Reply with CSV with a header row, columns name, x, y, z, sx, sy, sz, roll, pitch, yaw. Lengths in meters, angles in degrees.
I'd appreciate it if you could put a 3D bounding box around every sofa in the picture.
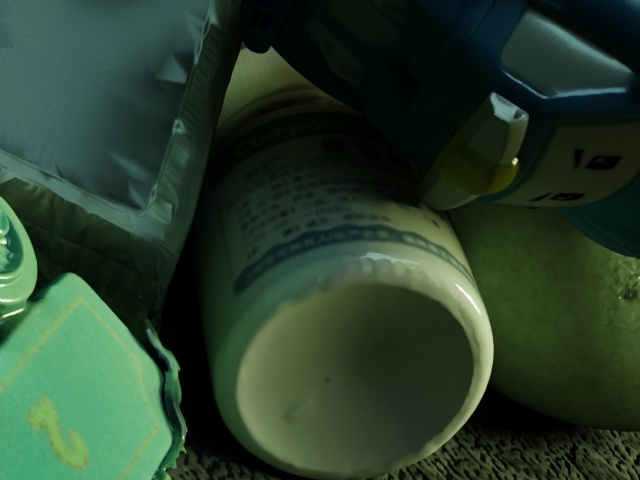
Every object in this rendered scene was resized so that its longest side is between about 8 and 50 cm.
name,x,y,z,sx,sy,sz,roll,pitch,yaw
sofa,-0.166,-0.058,0.951,0.210,0.176,0.225,23,56,-19

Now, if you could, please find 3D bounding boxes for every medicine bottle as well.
name,x,y,z,sx,sy,sz,roll,pitch,yaw
medicine bottle,0.000,0.000,0.971,0.139,0.139,0.237,22,27,-22

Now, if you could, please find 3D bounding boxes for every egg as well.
name,x,y,z,sx,sy,sz,roll,pitch,yaw
egg,0.162,0.022,1.076,0.236,0.169,0.169,23,27,-24

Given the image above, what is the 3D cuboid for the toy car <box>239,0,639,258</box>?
name,x,y,z,sx,sy,sz,roll,pitch,yaw
toy car,0.110,-0.087,0.895,0.314,0.198,0.166,32,60,-4

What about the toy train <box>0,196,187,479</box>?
name,x,y,z,sx,sy,sz,roll,pitch,yaw
toy train,-0.144,0.070,0.692,0.163,0.112,0.203,50,26,-9
